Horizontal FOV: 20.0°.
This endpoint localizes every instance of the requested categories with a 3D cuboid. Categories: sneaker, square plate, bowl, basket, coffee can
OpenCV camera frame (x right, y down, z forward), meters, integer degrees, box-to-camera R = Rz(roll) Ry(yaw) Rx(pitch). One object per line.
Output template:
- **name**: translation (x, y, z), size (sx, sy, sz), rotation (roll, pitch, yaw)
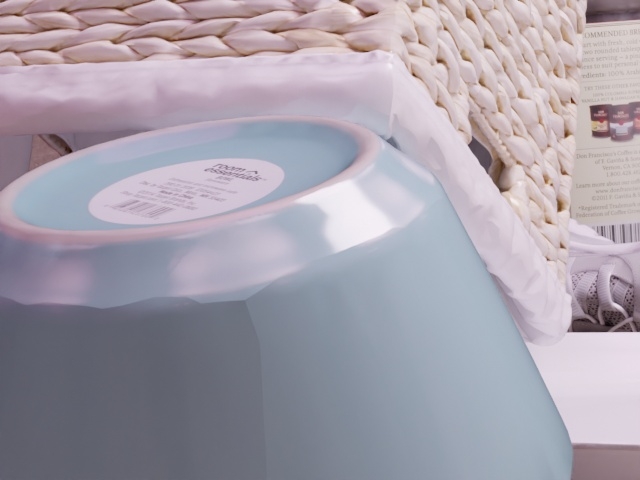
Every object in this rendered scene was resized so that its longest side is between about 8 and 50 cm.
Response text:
- **sneaker**: translation (0.210, 0.061, 1.322), size (0.115, 0.105, 0.281), rotation (-42, 23, -17)
- **square plate**: translation (0.076, 0.102, 1.056), size (0.344, 0.049, 0.347), rotation (-3, 5, 15)
- **bowl**: translation (-0.048, 0.044, 0.828), size (0.311, 0.163, 0.311), rotation (-8, 19, 3)
- **basket**: translation (-0.032, -0.108, 1.111), size (0.331, 0.266, 0.328), rotation (-2, -25, 25)
- **coffee can**: translation (0.230, -0.071, 1.580), size (0.201, 0.275, 0.201), rotation (-4, 5, 0)
